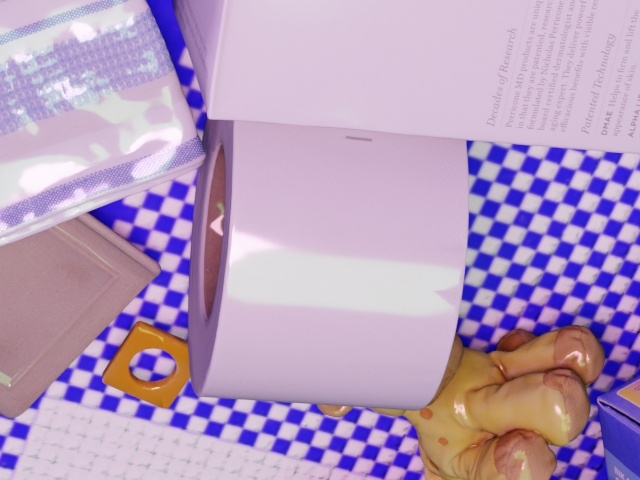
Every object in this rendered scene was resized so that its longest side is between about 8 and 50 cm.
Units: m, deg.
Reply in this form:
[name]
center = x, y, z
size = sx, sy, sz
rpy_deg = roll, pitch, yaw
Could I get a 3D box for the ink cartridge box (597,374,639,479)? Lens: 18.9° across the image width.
[ink cartridge box]
center = 0.383, 0.207, 1.572
size = 0.270, 0.151, 0.395
rpy_deg = -25, 124, -22

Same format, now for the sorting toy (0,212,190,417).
[sorting toy]
center = -0.251, 0.030, 1.506
size = 0.348, 0.047, 0.196
rpy_deg = 38, 110, -26

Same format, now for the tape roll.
[tape roll]
center = 0.000, 0.000, 1.418
size = 0.169, 0.246, 0.246
rpy_deg = 5, 117, -10

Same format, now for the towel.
[towel]
center = -0.221, -0.135, 1.368
size = 0.209, 0.034, 0.285
rpy_deg = -20, 119, 1

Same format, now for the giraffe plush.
[giraffe plush]
center = 0.101, 0.115, 1.575
size = 0.170, 0.181, 0.210
rpy_deg = 39, 140, -16

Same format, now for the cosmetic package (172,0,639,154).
[cosmetic package]
center = 0.100, -0.179, 1.364
size = 0.385, 0.217, 0.156
rpy_deg = 3, 117, -11
